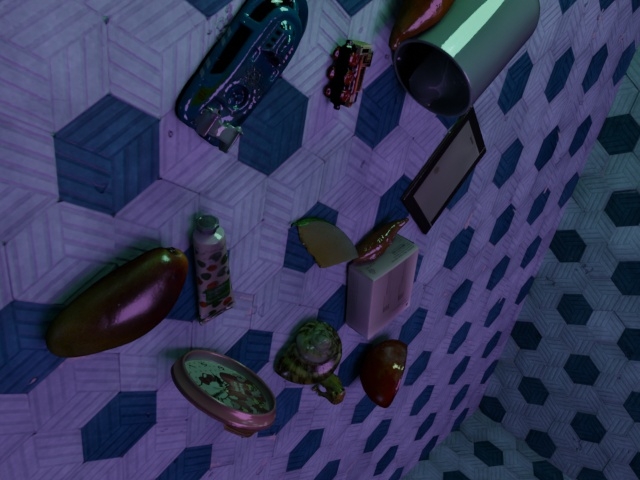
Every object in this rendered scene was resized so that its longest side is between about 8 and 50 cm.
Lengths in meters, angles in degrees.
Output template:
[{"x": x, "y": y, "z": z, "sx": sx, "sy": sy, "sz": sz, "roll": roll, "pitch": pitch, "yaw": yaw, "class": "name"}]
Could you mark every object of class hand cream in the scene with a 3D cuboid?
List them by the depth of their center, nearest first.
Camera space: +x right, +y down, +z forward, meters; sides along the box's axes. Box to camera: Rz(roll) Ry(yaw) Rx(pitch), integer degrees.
[{"x": -0.215, "y": 0.065, "z": 1.115, "sx": 0.095, "sy": 0.059, "sz": 0.276, "roll": -31, "pitch": 144, "yaw": -30, "class": "hand cream"}]

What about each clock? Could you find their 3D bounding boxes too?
[{"x": -0.200, "y": 0.316, "z": 1.173, "sx": 0.244, "sy": 0.244, "sz": 0.056, "roll": 20, "pitch": 104, "yaw": -56, "class": "clock"}]

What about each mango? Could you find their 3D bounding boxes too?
[{"x": -0.335, "y": 0.113, "z": 0.951, "sx": 0.268, "sy": 0.111, "sz": 0.133, "roll": -37, "pitch": 154, "yaw": -19, "class": "mango"}]

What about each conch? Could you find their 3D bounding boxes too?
[{"x": -0.024, "y": 0.308, "z": 1.503, "sx": 0.187, "sy": 0.124, "sz": 0.181, "roll": -26, "pitch": 134, "yaw": -27, "class": "conch"}]

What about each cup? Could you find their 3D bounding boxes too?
[{"x": 0.334, "y": -0.450, "z": 1.243, "sx": 0.312, "sy": 0.206, "sz": 0.205, "roll": -48, "pitch": 146, "yaw": -16, "class": "cup"}]

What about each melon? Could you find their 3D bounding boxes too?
[{"x": 0.000, "y": 0.000, "z": 1.359, "sx": 0.114, "sy": 0.053, "sz": 0.262, "roll": -40, "pitch": 144, "yaw": 8, "class": "melon"}]

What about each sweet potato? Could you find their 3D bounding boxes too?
[{"x": 0.240, "y": -0.537, "z": 1.133, "sx": 0.359, "sy": 0.112, "sz": 0.112, "roll": -59, "pitch": 147, "yaw": -1, "class": "sweet potato"}, {"x": 0.165, "y": 0.000, "z": 1.533, "sx": 0.206, "sy": 0.060, "sz": 0.068, "roll": -41, "pitch": 112, "yaw": -12, "class": "sweet potato"}]

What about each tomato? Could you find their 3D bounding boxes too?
[{"x": 0.207, "y": 0.437, "z": 1.896, "sx": 0.233, "sy": 0.140, "sz": 0.200, "roll": -69, "pitch": 179, "yaw": -58, "class": "tomato"}]

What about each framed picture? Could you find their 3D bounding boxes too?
[{"x": 0.381, "y": -0.203, "z": 1.681, "sx": 0.347, "sy": 0.016, "sz": 0.265, "roll": -54, "pitch": 147, "yaw": -3, "class": "framed picture"}]

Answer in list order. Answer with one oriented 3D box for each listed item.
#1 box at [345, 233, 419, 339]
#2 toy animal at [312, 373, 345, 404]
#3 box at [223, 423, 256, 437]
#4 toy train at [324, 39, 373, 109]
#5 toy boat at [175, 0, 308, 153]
[{"x": 0.176, "y": 0.132, "z": 1.630, "sx": 0.203, "sy": 0.106, "sz": 0.251, "roll": -33, "pitch": 141, "yaw": -34, "class": "box"}, {"x": 0.033, "y": 0.456, "z": 1.687, "sx": 0.073, "sy": 0.136, "sz": 0.181, "roll": -38, "pitch": 143, "yaw": -26, "class": "toy animal"}, {"x": -0.191, "y": 0.441, "z": 1.419, "sx": 0.111, "sy": 0.111, "sz": 0.177, "roll": -50, "pitch": 146, "yaw": -9, "class": "box"}, {"x": 0.058, "y": -0.334, "z": 1.126, "sx": 0.087, "sy": 0.050, "sz": 0.137, "roll": -22, "pitch": 134, "yaw": -46, "class": "toy train"}, {"x": -0.105, "y": -0.288, "z": 0.923, "sx": 0.298, "sy": 0.092, "sz": 0.134, "roll": -55, "pitch": 144, "yaw": -1, "class": "toy boat"}]
